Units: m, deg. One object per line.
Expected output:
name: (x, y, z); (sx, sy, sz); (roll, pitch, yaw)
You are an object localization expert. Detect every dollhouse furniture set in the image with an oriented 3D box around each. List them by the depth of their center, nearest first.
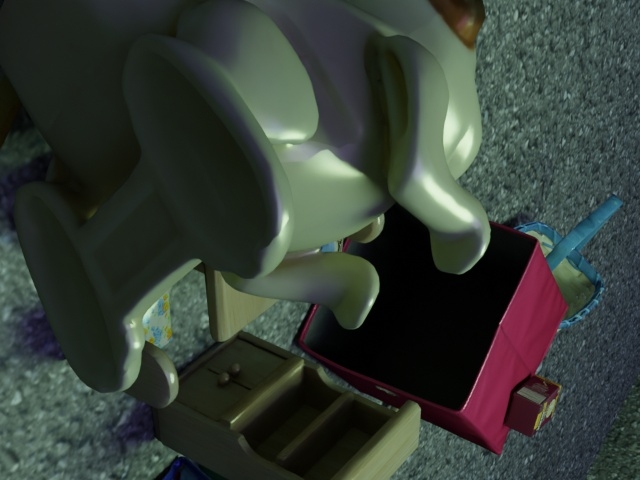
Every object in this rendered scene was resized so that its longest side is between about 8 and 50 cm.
dollhouse furniture set: (-0.043, 0.069, 1.069); (0.362, 0.256, 0.394); (-37, 138, -44)

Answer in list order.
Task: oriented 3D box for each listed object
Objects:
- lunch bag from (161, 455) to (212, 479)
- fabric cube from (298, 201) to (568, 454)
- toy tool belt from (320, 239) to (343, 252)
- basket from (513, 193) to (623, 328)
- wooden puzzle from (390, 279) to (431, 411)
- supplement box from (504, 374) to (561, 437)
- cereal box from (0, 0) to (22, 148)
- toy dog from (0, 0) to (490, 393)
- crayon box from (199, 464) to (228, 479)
lunch bag: (-0.083, 0.420, 1.186); (0.138, 0.293, 0.221); (-40, 140, -40)
fabric cube: (0.165, 0.116, 1.452); (0.259, 0.254, 0.258); (-63, 152, -12)
toy tool belt: (0.000, 0.000, 1.307); (0.051, 0.052, 0.083); (-51, 146, -44)
basket: (0.399, 0.053, 1.818); (0.255, 0.201, 0.289); (-27, 161, -51)
wooden puzzle: (0.202, 0.162, 1.741); (0.221, 0.044, 0.238); (-13, 120, -60)
supplement box: (0.296, 0.229, 1.441); (0.083, 0.043, 0.055); (-22, 130, -54)
cereal box: (-0.283, -0.184, 0.723); (0.240, 0.047, 0.173); (35, 76, -60)
toy dog: (-0.035, -0.106, 0.838); (0.408, 0.395, 0.284); (-17, 156, -44)
crayon box: (-0.065, 0.366, 1.399); (0.202, 0.081, 0.318); (-36, 137, -45)
